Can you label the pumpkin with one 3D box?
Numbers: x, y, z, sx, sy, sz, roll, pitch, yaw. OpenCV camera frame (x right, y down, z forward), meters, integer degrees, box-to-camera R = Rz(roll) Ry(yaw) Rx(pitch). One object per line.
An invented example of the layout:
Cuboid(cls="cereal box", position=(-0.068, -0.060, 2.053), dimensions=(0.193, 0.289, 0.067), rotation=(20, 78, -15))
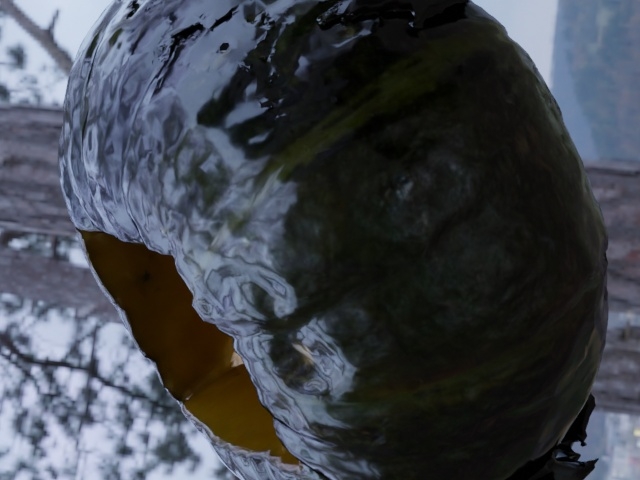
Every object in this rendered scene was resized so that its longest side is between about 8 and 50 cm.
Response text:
Cuboid(cls="pumpkin", position=(0.000, 0.000, 0.565), dimensions=(0.192, 0.320, 0.320), rotation=(-33, -35, -20))
